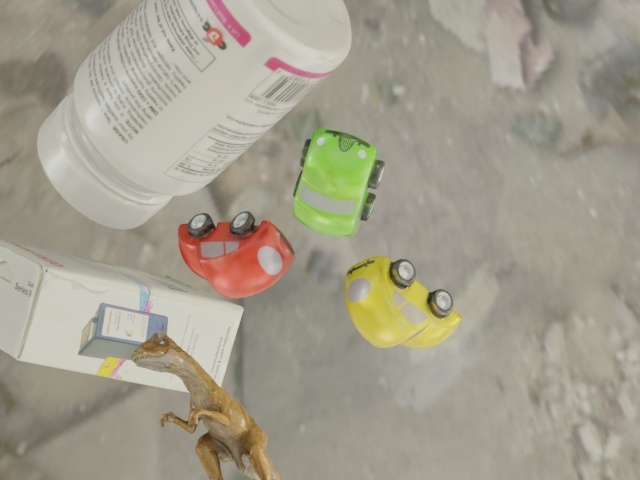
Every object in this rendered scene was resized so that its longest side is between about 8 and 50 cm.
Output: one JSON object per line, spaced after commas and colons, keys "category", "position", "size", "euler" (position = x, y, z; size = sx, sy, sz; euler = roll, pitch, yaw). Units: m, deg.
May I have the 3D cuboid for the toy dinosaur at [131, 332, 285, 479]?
{"category": "toy dinosaur", "position": [-0.053, 0.146, 1.334], "size": [0.064, 0.112, 0.211], "euler": [-23, 125, 17]}

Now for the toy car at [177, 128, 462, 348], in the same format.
{"category": "toy car", "position": [0.000, 0.000, 1.454], "size": [0.239, 0.053, 0.225], "euler": [18, 147, 6]}

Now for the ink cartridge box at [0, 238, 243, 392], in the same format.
{"category": "ink cartridge box", "position": [-0.205, 0.068, 1.759], "size": [0.212, 0.154, 0.093], "euler": [16, 92, -35]}

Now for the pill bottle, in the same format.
{"category": "pill bottle", "position": [-0.119, -0.142, 1.715], "size": [0.160, 0.160, 0.283], "euler": [43, 122, -12]}
